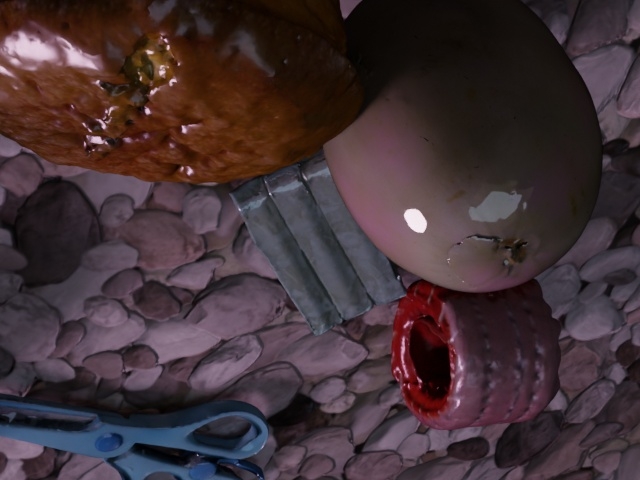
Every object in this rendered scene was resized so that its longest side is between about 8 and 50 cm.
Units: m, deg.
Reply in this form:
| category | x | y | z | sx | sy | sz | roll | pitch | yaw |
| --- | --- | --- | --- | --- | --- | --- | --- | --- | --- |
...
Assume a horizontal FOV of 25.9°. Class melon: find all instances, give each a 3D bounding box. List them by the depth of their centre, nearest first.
| category | x | y | z | sx | sy | sz | roll | pitch | yaw |
| --- | --- | --- | --- | --- | --- | --- | --- | --- | --- |
| melon | 0.112 | -0.095 | 1.165 | 0.223 | 0.317 | 0.223 | -10 | 134 | -10 |

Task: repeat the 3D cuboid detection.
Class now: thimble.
| category | x | y | z | sx | sy | sz | roll | pitch | yaw |
| --- | --- | --- | --- | --- | --- | --- | --- | --- | --- |
| thimble | 0.160 | 0.112 | 1.444 | 0.125 | 0.163 | 0.189 | -6 | 171 | -19 |

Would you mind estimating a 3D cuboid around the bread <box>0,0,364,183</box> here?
| category | x | y | z | sx | sy | sz | roll | pitch | yaw |
| --- | --- | --- | --- | --- | --- | --- | --- | --- | --- |
| bread | -0.122 | -0.150 | 1.050 | 0.312 | 0.172 | 0.312 | 2 | 163 | 1 |

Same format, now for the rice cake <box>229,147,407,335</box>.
| category | x | y | z | sx | sy | sz | roll | pitch | yaw |
| --- | --- | --- | --- | --- | --- | --- | --- | --- | --- |
| rice cake | 0.000 | 0.000 | 1.383 | 0.124 | 0.038 | 0.211 | -25 | 131 | -2 |

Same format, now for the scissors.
| category | x | y | z | sx | sy | sz | roll | pitch | yaw |
| --- | --- | --- | --- | --- | --- | --- | --- | --- | --- |
| scissors | -0.223 | 0.211 | 1.469 | 0.393 | 0.032 | 0.180 | 18 | 119 | -33 |
